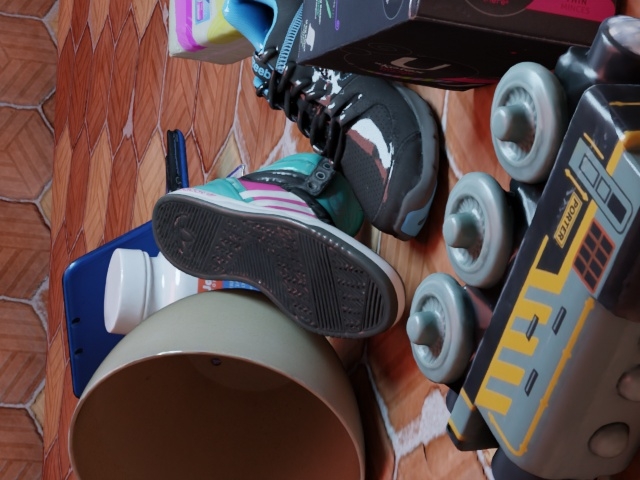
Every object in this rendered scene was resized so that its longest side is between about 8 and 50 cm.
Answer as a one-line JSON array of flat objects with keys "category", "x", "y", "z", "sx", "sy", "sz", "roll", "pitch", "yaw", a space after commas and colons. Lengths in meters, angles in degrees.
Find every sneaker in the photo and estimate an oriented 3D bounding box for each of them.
[{"category": "sneaker", "x": 0.000, "y": 0.000, "z": 1.555, "sx": 0.295, "sy": 0.178, "sz": 0.124, "roll": 22, "pitch": 122, "yaw": 36}, {"category": "sneaker", "x": 0.006, "y": -0.129, "z": 1.526, "sx": 0.341, "sy": 0.139, "sz": 0.125, "roll": -115, "pitch": 34, "yaw": -40}]

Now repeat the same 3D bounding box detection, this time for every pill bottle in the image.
[{"category": "pill bottle", "x": -0.116, "y": 0.066, "z": 1.739, "sx": 0.124, "sy": 0.221, "sz": 0.124, "roll": -174, "pitch": 90, "yaw": -72}]

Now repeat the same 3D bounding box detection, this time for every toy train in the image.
[{"category": "toy train", "x": 0.166, "y": 0.027, "z": 1.034, "sx": 0.190, "sy": 0.142, "sz": 0.334, "roll": -117, "pitch": 36, "yaw": -44}]

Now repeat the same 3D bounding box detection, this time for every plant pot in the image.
[{"category": "plant pot", "x": -0.087, "y": 0.156, "z": 1.596, "sx": 0.191, "sy": 0.284, "sz": 0.284, "roll": -78, "pitch": 6, "yaw": -52}]

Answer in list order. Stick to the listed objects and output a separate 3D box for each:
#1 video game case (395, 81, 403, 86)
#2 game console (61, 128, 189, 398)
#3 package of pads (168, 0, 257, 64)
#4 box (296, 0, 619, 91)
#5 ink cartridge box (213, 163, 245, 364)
[{"category": "video game case", "x": 0.057, "y": -0.149, "z": 1.619, "sx": 0.122, "sy": 0.011, "sz": 0.087, "roll": -103, "pitch": 26, "yaw": -46}, {"category": "game console", "x": -0.260, "y": 0.032, "z": 2.190, "sx": 0.293, "sy": 0.173, "sz": 0.250, "roll": 96, "pitch": 168, "yaw": -49}, {"category": "package of pads", "x": -0.068, "y": -0.340, "z": 1.839, "sx": 0.296, "sy": 0.101, "sz": 0.229, "roll": -8, "pitch": 78, "yaw": 57}, {"category": "box", "x": 0.101, "y": -0.206, "z": 1.247, "sx": 0.270, "sy": 0.165, "sz": 0.143, "roll": 177, "pitch": 99, "yaw": -72}, {"category": "ink cartridge box", "x": -0.115, "y": 0.038, "z": 2.034, "sx": 0.223, "sy": 0.045, "sz": 0.224, "roll": 149, "pitch": 126, "yaw": -69}]
